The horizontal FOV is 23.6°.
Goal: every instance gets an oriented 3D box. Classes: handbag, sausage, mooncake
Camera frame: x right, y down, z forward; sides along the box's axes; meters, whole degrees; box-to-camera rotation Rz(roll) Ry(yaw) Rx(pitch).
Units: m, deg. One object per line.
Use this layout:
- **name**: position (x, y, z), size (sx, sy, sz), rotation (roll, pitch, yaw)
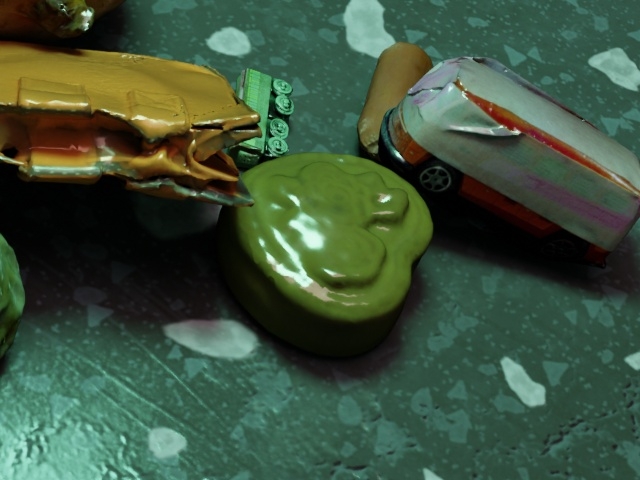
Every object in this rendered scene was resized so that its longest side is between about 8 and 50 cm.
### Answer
- **handbag**: position (-0.279, -0.128, 1.583), size (0.410, 0.116, 0.303), rotation (7, 15, -13)
- **sausage**: position (0.093, -0.168, 1.859), size (0.077, 0.077, 0.194), rotation (20, 49, -2)
- **mooncake**: position (0.000, 0.000, 1.654), size (0.235, 0.117, 0.234), rotation (10, 51, -12)

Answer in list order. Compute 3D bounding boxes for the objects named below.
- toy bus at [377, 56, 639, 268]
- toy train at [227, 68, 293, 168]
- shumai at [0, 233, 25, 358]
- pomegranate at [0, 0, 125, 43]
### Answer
- **toy bus**: position (0.223, -0.091, 1.748), size (0.303, 0.147, 0.127), rotation (29, 34, -16)
- **toy train**: position (-0.069, -0.142, 1.803), size (0.071, 0.038, 0.148), rotation (13, 47, -9)
- **shumai**: position (-0.424, 0.007, 1.379), size (0.330, 0.288, 0.292), rotation (0, 49, -17)
- **pomegranate**: position (-0.332, -0.359, 1.711), size (0.338, 0.338, 0.338), rotation (10, 48, -11)
